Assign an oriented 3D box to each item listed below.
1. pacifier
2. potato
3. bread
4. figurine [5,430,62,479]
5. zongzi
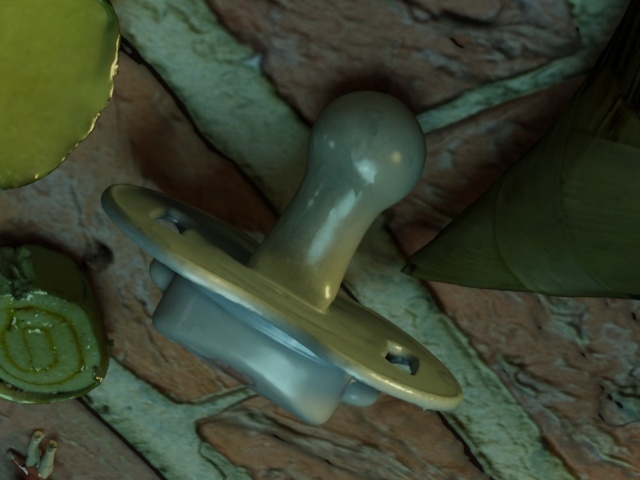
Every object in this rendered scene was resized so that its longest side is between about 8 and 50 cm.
[{"bbox_3d":[0.000,0.000,1.026,0.287,0.238,0.226,34,102,6],"label":"pacifier"},{"bbox_3d":[-0.275,-0.115,0.942,0.271,0.160,0.111,11,174,-20],"label":"potato"},{"bbox_3d":[-0.232,0.064,1.172,0.117,0.064,0.156,-3,135,2],"label":"bread"},{"bbox_3d":[-0.267,0.220,1.356,0.064,0.047,0.109,32,130,13],"label":"figurine"},{"bbox_3d":[0.171,-0.073,0.948,0.317,0.154,0.289,-3,129,20],"label":"zongzi"}]
